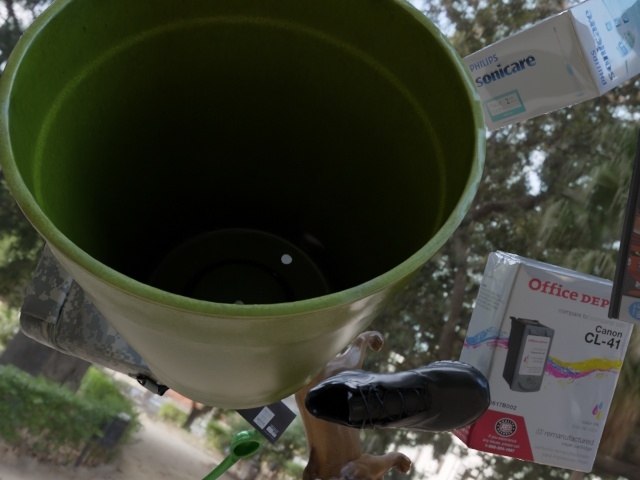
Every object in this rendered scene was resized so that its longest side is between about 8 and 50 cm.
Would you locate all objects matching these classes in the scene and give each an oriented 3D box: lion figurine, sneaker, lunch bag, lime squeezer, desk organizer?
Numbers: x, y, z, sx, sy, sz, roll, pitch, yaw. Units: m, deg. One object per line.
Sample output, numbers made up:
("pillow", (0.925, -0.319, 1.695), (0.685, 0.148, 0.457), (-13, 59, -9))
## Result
("lion figurine", (0.025, 0.319, 1.291), (0.240, 0.392, 0.142), (0, -24, -46))
("sneaker", (0.106, 0.239, 1.134), (0.286, 0.109, 0.130), (-12, -9, 30))
("lunch bag", (-0.286, 0.064, 1.211), (0.256, 0.305, 0.212), (10, -16, 36))
("lime squeezer", (-0.129, 0.305, 1.289), (0.109, 0.311, 0.059), (22, -7, 27))
("desk organizer", (-0.096, 0.189, 0.953), (0.130, 0.047, 0.050), (47, -19, -19))

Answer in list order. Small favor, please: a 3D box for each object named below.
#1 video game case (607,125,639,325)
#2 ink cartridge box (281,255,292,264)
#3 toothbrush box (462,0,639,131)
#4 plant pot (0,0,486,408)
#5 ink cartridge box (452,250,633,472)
("video game case", (0.463, -0.005, 0.845), (0.248, 0.035, 0.275), (15, -61, 30))
("ink cartridge box", (0.000, 0.000, 1.085), (0.072, 0.175, 0.127), (28, -5, -31))
("toothbrush box", (0.393, -0.289, 1.149), (0.216, 0.295, 0.126), (-12, -76, 58))
("plant pot", (-0.075, -0.011, 0.728), (0.366, 0.366, 0.353), (27, -33, 10))
("ink cartridge box", (0.354, 0.194, 1.251), (0.226, 0.306, 0.131), (13, 6, -11))
